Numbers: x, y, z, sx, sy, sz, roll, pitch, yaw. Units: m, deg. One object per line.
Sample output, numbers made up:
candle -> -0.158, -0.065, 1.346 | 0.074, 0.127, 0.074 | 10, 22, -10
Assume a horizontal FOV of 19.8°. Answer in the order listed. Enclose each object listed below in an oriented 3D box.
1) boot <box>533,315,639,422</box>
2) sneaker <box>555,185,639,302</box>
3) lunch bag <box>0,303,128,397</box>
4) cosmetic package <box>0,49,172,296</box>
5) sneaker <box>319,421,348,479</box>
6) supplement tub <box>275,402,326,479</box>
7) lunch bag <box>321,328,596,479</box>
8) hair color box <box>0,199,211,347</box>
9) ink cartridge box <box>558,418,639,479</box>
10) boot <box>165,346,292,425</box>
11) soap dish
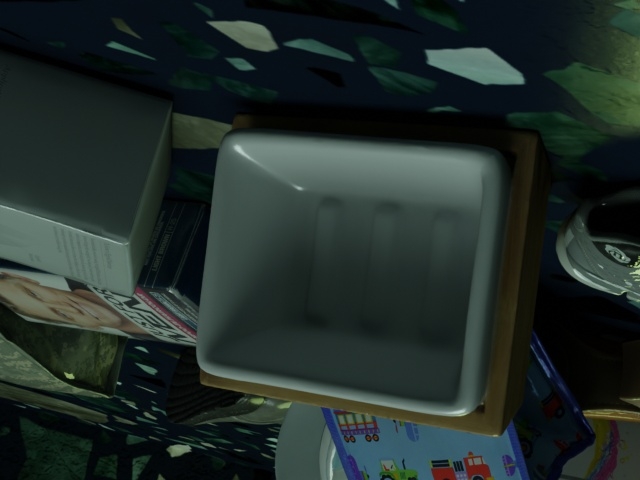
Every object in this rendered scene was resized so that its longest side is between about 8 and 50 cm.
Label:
boot -> 0.327, 0.154, 1.915 | 0.283, 0.109, 0.220 | -9, 157, 45
sneaker -> 0.297, 0.018, 1.421 | 0.228, 0.086, 0.132 | 16, 164, 7
lunch bag -> -0.409, 0.082, 2.294 | 0.235, 0.169, 0.287 | 8, 168, 30
cosmetic package -> -0.252, -0.063, 1.609 | 0.224, 0.138, 0.224 | 18, 166, -1
sneaker -> 0.096, 0.312, 2.027 | 0.127, 0.319, 0.208 | -14, -149, -34
supplement tub -> 0.128, 0.291, 2.306 | 0.325, 0.235, 0.235 | 21, 166, -37
lunch bag -> 0.102, 0.115, 1.796 | 0.221, 0.138, 0.293 | -9, 115, 40
hair color box -> -0.228, 0.029, 1.982 | 0.347, 0.105, 0.174 | 6, 157, 36
ink cartridge box -> 0.326, 0.266, 2.045 | 0.306, 0.226, 0.131 | 12, 162, 17
boot -> -0.074, 0.234, 2.630 | 0.222, 0.118, 0.338 | 17, 171, -25
soap dish -> 0.045, 0.021, 1.458 | 0.291, 0.229, 0.118 | 6, 180, 36
